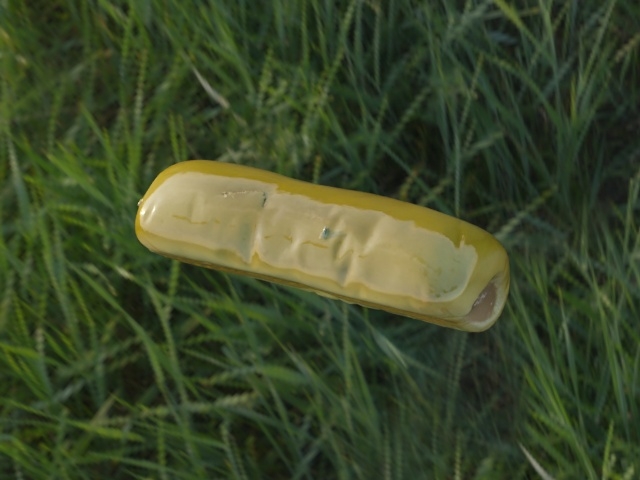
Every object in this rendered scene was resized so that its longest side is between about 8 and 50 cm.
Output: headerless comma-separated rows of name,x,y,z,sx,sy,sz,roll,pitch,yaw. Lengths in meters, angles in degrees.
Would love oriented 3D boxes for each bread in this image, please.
bread,0.000,0.000,1.255,0.305,0.142,0.091,14,80,22
